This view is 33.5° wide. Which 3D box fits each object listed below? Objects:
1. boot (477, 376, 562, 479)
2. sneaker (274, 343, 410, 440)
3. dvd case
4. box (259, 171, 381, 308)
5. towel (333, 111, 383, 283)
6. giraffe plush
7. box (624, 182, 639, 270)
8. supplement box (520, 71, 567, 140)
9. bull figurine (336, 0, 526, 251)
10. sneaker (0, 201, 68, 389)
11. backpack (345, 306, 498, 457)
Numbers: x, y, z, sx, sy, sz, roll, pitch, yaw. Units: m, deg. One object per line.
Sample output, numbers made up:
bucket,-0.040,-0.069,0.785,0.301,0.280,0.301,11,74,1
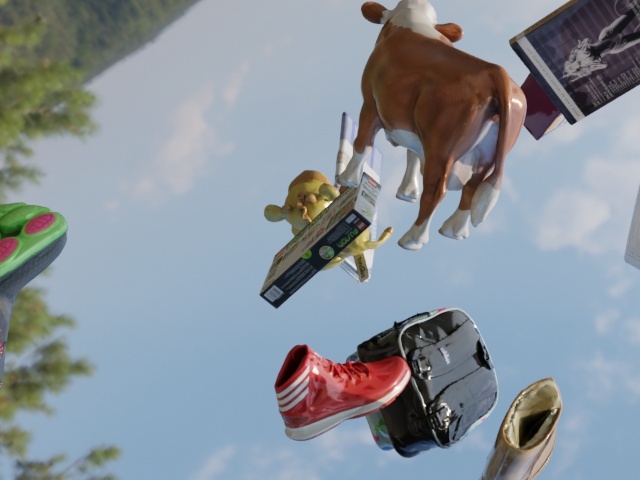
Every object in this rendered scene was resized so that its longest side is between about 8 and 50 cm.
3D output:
boot,0.315,0.285,1.589,0.236,0.089,0.269,-55,162,-34
sneaker,0.032,0.201,1.602,0.221,0.128,0.087,-28,-157,-24
dvd case,0.378,-0.261,1.369,0.221,0.164,0.018,-32,-144,22
box,0.000,0.000,1.519,0.207,0.036,0.114,-42,-165,29
towel,0.064,-0.078,2.053,0.034,0.209,0.285,-1,-109,23
giraffe plush,-0.002,-0.042,1.769,0.181,0.170,0.210,-43,-140,7
box,0.473,-0.013,1.304,0.121,0.148,0.311,10,-172,4
supplement box,0.400,-0.249,1.668,0.188,0.081,0.104,-31,167,-23
bull figurine,0.092,-0.116,0.976,0.101,0.188,0.310,8,-162,-15
sneaker,-0.555,0.141,1.603,0.185,0.202,0.483,33,-102,39
backpack,0.182,0.235,1.810,0.191,0.225,0.253,-22,180,44
